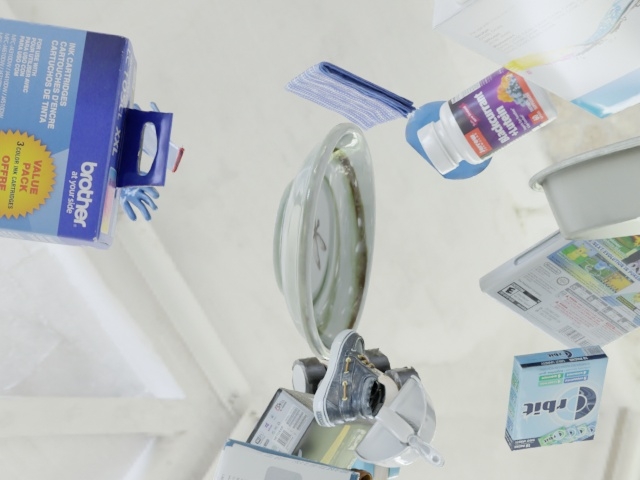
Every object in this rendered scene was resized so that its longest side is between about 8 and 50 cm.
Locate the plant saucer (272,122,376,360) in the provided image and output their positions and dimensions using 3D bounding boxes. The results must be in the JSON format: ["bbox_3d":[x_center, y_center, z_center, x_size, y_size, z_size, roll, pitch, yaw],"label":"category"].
[{"bbox_3d":[0.000,0.000,1.530,0.400,0.100,0.401,4,-90,-73],"label":"plant saucer"}]

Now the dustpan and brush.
[{"bbox_3d":[0.125,0.274,1.265,0.060,0.211,0.147,42,-96,-32],"label":"dustpan and brush"}]

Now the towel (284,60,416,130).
[{"bbox_3d":[0.059,-0.326,2.085,0.243,0.336,0.040,23,-95,-14],"label":"towel"}]

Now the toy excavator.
[{"bbox_3d":[0.112,0.510,2.025,0.222,0.433,0.445,-6,-77,-23],"label":"toy excavator"}]

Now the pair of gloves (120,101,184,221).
[{"bbox_3d":[-0.308,-0.137,1.544,0.023,0.159,0.198,-5,-51,-54],"label":"pair of gloves"}]

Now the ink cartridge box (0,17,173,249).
[{"bbox_3d":[-0.391,-0.138,1.162,0.151,0.395,0.270,156,121,-82],"label":"ink cartridge box"}]

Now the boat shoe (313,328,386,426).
[{"bbox_3d":[0.055,0.188,1.250,0.183,0.083,0.065,-66,-39,-54],"label":"boat shoe"}]

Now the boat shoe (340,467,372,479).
[{"bbox_3d":[0.031,0.418,1.342,0.064,0.060,0.178,44,-132,-25],"label":"boat shoe"}]

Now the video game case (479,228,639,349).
[{"bbox_3d":[0.495,0.071,1.593,0.329,0.300,0.036,32,-144,-34],"label":"video game case"}]

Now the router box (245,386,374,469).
[{"bbox_3d":[-0.062,0.393,1.428,0.309,0.081,0.243,-58,-29,0],"label":"router box"}]

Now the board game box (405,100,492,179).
[{"bbox_3d":[0.233,-0.177,1.660,0.133,0.033,0.169,-39,-103,-24],"label":"board game box"}]

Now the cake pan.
[{"bbox_3d":[0.312,-0.048,0.695,0.293,0.293,0.054,-1,-99,-54],"label":"cake pan"}]

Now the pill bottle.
[{"bbox_3d":[0.248,-0.182,1.360,0.108,0.193,0.108,49,-160,-26],"label":"pill bottle"}]

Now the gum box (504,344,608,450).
[{"bbox_3d":[0.407,0.275,1.568,0.041,0.156,0.184,-111,17,-60],"label":"gum box"}]

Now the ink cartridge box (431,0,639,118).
[{"bbox_3d":[0.288,-0.297,0.980,0.270,0.197,0.198,19,-115,-28],"label":"ink cartridge box"}]

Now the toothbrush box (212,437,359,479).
[{"bbox_3d":[-0.050,0.333,0.855,0.295,0.126,0.216,91,-166,-65],"label":"toothbrush box"}]
